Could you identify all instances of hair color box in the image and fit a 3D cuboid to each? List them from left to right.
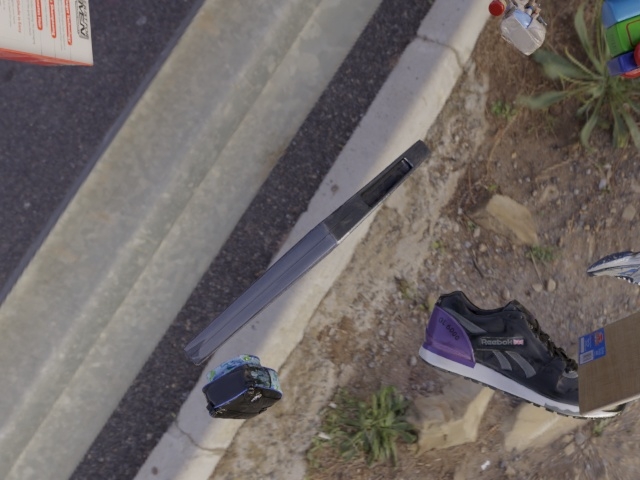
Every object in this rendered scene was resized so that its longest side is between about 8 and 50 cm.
[{"bbox_3d":[-0.222,-0.165,0.411,0.043,0.141,0.071,2,100,15],"label":"hair color box"}]

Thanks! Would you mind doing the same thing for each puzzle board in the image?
[{"bbox_3d":[0.295,0.113,0.564,0.096,0.128,0.011,-35,97,32],"label":"puzzle board"}]

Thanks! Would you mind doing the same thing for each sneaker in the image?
[{"bbox_3d":[0.288,0.153,0.824,0.283,0.107,0.124,16,96,17],"label":"sneaker"},{"bbox_3d":[0.474,0.046,0.892,0.135,0.052,0.058,-20,90,46],"label":"sneaker"}]

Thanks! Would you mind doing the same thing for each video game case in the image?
[{"bbox_3d":[0.000,0.000,0.578,0.026,0.274,0.196,48,123,-1],"label":"video game case"}]

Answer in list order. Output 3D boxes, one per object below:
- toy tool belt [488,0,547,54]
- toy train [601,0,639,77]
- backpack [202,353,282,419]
[{"bbox_3d":[0.244,-0.273,0.721,0.052,0.083,0.051,-30,22,56],"label":"toy tool belt"},{"bbox_3d":[0.453,-0.292,0.675,0.248,0.105,0.143,-17,97,14],"label":"toy train"},{"bbox_3d":[-0.123,0.239,0.962,0.105,0.114,0.084,-35,54,17],"label":"backpack"}]
